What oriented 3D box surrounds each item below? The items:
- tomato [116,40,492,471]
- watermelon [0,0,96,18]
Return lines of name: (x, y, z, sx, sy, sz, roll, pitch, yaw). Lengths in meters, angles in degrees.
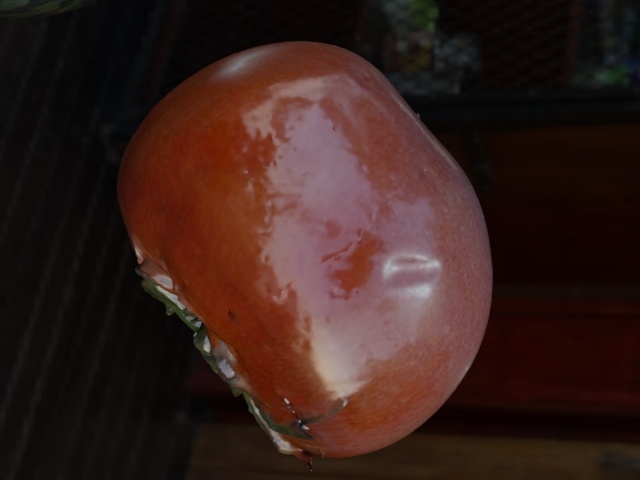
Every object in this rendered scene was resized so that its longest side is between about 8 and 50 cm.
tomato: (0.000, 0.000, 1.221, 0.273, 0.341, 0.341, -40, 143, -8)
watermelon: (-0.187, -0.240, 0.909, 0.212, 0.212, 0.212, 0, 90, -70)
